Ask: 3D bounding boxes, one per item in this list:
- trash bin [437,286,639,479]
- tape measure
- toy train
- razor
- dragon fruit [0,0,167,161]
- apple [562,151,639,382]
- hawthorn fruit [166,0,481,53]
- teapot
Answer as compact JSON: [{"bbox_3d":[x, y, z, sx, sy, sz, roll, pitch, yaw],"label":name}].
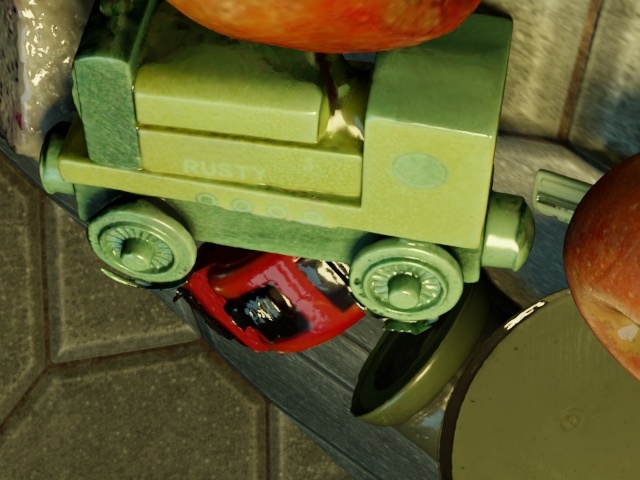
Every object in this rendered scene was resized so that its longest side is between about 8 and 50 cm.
[{"bbox_3d":[0.315,0.244,1.400,0.280,0.280,0.432,20,164,50],"label":"trash bin"},{"bbox_3d":[0.001,0.000,1.511,0.114,0.253,0.260,47,169,-17],"label":"tape measure"},{"bbox_3d":[-0.028,-0.073,1.257,0.397,0.160,0.253,9,143,7],"label":"toy train"},{"bbox_3d":[0.277,0.023,1.344,0.111,0.056,0.278,21,166,41],"label":"razor"},{"bbox_3d":[-0.211,-0.239,1.416,0.283,0.204,0.221,55,148,33],"label":"dragon fruit"},{"bbox_3d":[0.270,0.020,1.123,0.201,0.162,0.201,46,168,13],"label":"apple"},{"bbox_3d":[0.012,-0.200,0.945,0.261,0.224,0.224,31,171,-32],"label":"hawthorn fruit"},{"bbox_3d":[0.219,0.194,1.777,0.337,0.200,0.270,38,-168,-11],"label":"teapot"}]
